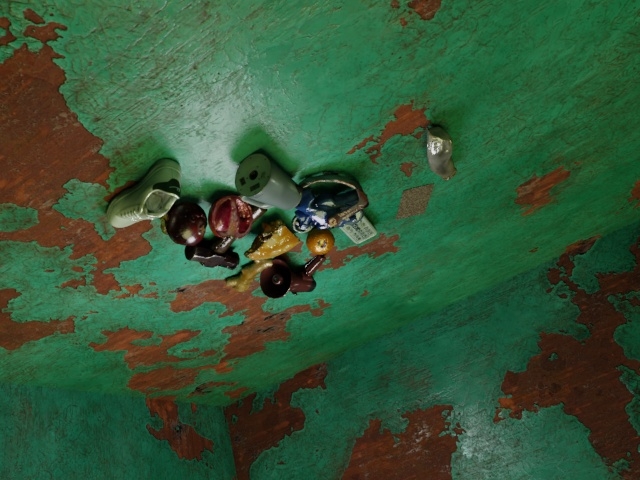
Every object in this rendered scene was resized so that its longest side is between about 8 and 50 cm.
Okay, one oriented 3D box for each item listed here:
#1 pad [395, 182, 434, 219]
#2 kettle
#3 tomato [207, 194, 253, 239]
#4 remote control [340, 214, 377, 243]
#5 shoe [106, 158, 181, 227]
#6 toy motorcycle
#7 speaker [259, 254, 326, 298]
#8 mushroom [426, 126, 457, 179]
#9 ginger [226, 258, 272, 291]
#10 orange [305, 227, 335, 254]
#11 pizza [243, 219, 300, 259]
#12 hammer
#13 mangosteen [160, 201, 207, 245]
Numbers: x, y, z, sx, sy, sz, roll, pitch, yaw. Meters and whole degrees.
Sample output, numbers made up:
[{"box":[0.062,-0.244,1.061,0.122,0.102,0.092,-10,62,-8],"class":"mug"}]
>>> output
[{"box":[0.449,-0.182,2.158,0.158,0.003,0.235,-14,149,-9],"class":"pad"},{"box":[-0.200,-0.188,1.675,0.210,0.160,0.243,-25,155,21],"class":"kettle"},{"box":[-0.363,-0.093,1.752,0.099,0.173,0.189,11,-176,43],"class":"tomato"},{"box":[0.154,-0.086,2.093,0.128,0.066,0.335,-26,148,15],"class":"remote control"},{"box":[-0.605,-0.115,1.553,0.363,0.160,0.131,-34,144,23],"class":"shoe"},{"box":[0.028,-0.160,1.855,0.319,0.241,0.182,-10,-172,-7],"class":"toy motorcycle"},{"box":[-0.127,0.165,2.317,0.329,0.198,0.259,5,104,-57],"class":"speaker"},{"box":[0.490,-0.346,1.843,0.109,0.097,0.351,-23,153,11],"class":"mushroom"},{"box":[-0.340,0.162,2.220,0.299,0.065,0.118,-37,132,28],"class":"ginger"},{"box":[-0.002,0.001,2.099,0.135,0.117,0.136,-2,102,-10],"class":"orange"},{"box":[-0.206,-0.016,1.966,0.289,0.081,0.229,-19,148,-31],"class":"pizza"},{"box":[-0.368,-0.030,1.906,0.409,0.095,0.242,-42,142,24],"class":"hammer"},{"box":[-0.519,-0.066,1.692,0.180,0.166,0.166,10,147,4],"class":"mangosteen"}]
